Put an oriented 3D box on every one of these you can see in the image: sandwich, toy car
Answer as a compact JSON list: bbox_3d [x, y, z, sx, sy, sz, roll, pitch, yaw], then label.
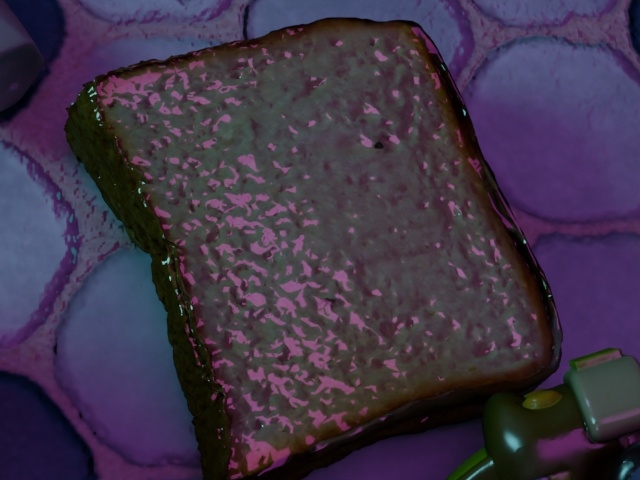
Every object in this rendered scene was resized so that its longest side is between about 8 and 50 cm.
[{"bbox_3d":[0.000,0.000,1.109,0.271,0.099,0.301,-14,69,-26],"label":"sandwich"},{"bbox_3d":[0.147,0.208,1.010,0.198,0.204,0.248,-19,85,3],"label":"toy car"}]

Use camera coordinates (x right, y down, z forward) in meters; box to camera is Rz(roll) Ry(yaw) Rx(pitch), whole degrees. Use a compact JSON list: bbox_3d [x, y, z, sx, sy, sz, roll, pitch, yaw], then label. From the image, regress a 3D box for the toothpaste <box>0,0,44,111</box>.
[{"bbox_3d":[-0.336,-0.232,1.157,0.125,0.080,0.371,-36,71,-21],"label":"toothpaste"}]
